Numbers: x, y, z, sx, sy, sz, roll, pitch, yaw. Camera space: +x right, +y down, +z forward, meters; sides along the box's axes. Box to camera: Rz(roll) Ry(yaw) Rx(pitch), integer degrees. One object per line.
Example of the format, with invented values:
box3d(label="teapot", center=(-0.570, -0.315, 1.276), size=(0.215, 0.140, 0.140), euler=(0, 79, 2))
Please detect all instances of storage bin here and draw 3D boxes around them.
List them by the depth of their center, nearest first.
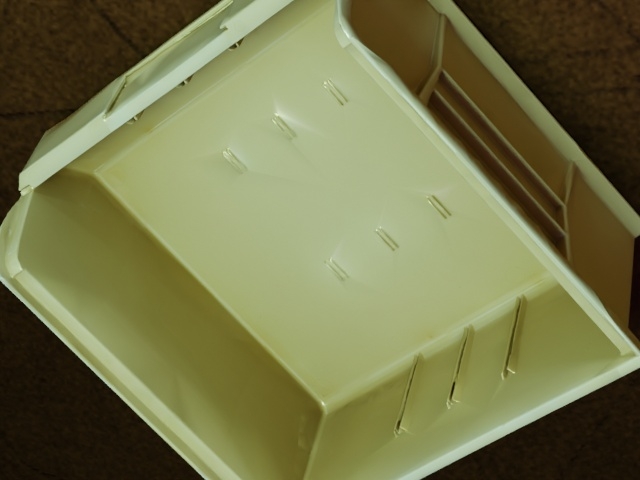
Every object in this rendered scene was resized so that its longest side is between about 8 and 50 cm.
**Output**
box3d(label="storage bin", center=(0.000, 0.000, 1.000), size=(0.262, 0.123, 0.260), euler=(-32, 112, 31))
